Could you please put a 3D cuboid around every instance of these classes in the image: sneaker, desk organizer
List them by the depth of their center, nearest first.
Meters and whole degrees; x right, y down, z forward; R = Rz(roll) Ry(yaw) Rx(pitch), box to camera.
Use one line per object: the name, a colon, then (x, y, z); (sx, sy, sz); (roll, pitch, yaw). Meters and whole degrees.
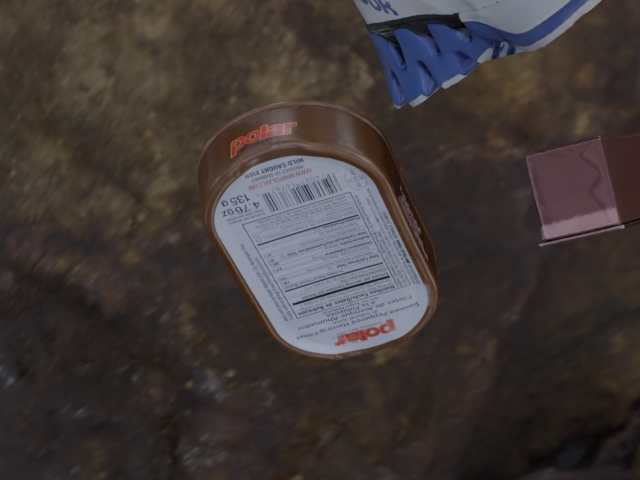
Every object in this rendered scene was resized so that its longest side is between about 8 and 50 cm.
sneaker: (0.061, -0.179, 0.852); (0.127, 0.315, 0.182); (-43, 97, -24)
desk organizer: (0.154, -0.030, 1.024); (0.047, 0.130, 0.050); (-13, 89, 22)

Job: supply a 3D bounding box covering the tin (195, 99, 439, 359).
tin: (0.000, 0.000, 1.007); (0.106, 0.190, 0.040); (-14, 49, 13)
